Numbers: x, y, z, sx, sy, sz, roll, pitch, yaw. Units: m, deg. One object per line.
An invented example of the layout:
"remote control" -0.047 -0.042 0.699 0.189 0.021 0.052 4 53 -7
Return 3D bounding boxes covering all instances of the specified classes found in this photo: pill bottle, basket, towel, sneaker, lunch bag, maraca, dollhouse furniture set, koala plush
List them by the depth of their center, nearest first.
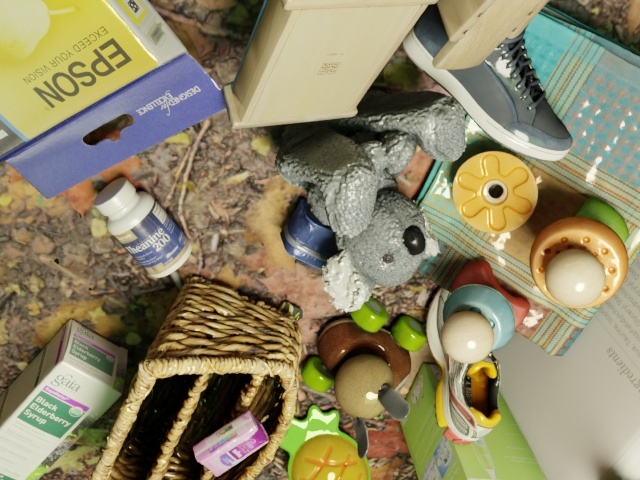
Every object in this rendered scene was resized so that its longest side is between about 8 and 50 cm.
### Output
"dollhouse furniture set" 0.008 -0.300 0.696 0.286 0.304 0.198 -10 164 -23
"sneaker" 0.213 -0.200 0.759 0.226 0.086 0.163 41 134 1
"koala plush" 0.061 -0.040 0.833 0.196 0.203 0.221 -37 123 -24
"towel" 0.271 -0.064 0.870 0.271 0.040 0.370 32 117 13
"pill bottle" -0.217 -0.017 0.874 0.067 0.067 0.120 -31 121 9
"lunch bag" 0.000 0.000 0.924 0.098 0.067 0.065 25 114 -24
"basket" -0.150 0.240 0.930 0.213 0.223 0.299 25 114 -7
"sneaker" 0.207 0.158 0.983 0.088 0.225 0.093 6 155 -23
"sneaker" -0.053 0.124 1.012 0.035 0.031 0.083 18 122 -31
"maraca" 0.006 0.348 1.125 0.127 0.099 0.186 -25 98 -6

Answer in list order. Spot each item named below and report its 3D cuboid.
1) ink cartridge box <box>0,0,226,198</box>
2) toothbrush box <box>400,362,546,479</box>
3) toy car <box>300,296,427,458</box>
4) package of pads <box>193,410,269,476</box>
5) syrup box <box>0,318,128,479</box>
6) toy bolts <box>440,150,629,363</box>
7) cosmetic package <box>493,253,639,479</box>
"ink cartridge box" -0.297 -0.177 0.701 0.303 0.072 0.307 -20 124 29
"toothbrush box" 0.256 0.326 1.044 0.206 0.283 0.122 10 118 -17
"toy car" 0.073 0.201 0.988 0.149 0.188 0.155 27 113 -24
"package of pads" -0.108 0.248 0.874 0.083 0.032 0.050 -33 139 -4
"syrup box" -0.373 0.228 0.979 0.093 0.096 0.237 37 110 -27
"toy bolts" 0.205 0.031 0.822 0.218 0.158 0.228 40 120 8
"cosmetic package" 0.491 0.149 0.953 0.329 0.327 0.394 21 115 -21
